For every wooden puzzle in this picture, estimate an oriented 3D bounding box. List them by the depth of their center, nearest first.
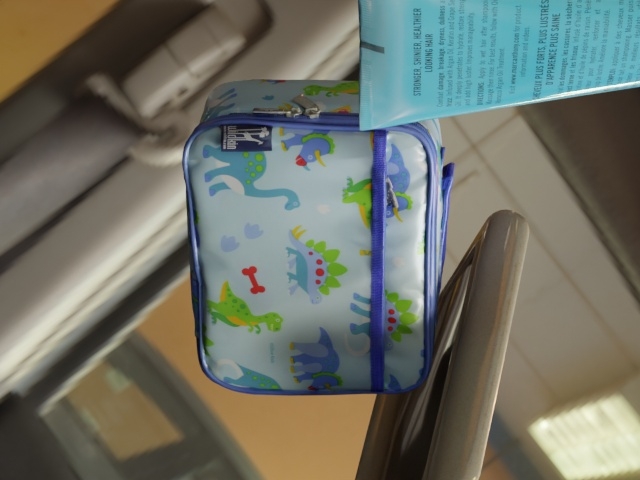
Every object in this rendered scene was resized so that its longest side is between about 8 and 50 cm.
[{"bbox_3d":[0.086,0.120,1.029,0.044,0.221,0.238,20,-30,-7],"label":"wooden puzzle"}]

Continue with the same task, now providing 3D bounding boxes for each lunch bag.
[{"bbox_3d":[0.000,0.000,0.960,0.090,0.176,0.219,-81,173,-61],"label":"lunch bag"}]

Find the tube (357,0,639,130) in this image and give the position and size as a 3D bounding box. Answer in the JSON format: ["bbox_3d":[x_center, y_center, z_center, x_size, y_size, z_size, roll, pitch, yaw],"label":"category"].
[{"bbox_3d":[0.116,-0.083,0.526,0.052,0.207,0.080,-102,-174,-48],"label":"tube"}]
